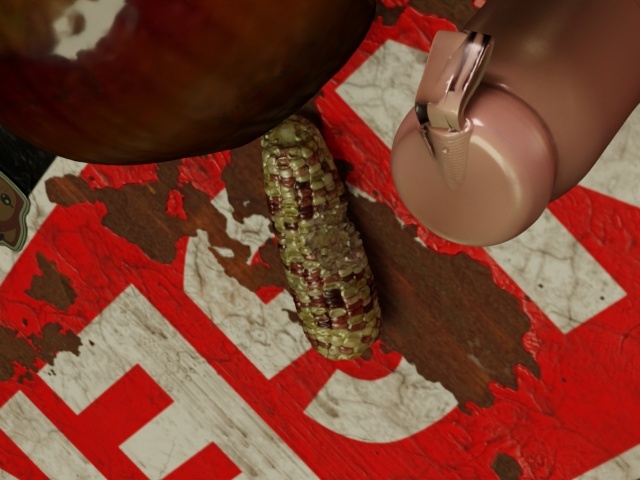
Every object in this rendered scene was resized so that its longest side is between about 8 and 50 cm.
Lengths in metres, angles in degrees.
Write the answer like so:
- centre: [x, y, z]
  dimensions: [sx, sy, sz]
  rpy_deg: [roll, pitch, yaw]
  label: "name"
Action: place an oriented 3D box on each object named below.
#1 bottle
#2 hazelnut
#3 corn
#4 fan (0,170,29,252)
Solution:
- centre: [0.172, -0.133, 1.394]
  dimensions: [0.173, 0.297, 0.206]
  rpy_deg: [12, 129, 29]
  label: "bottle"
- centre: [-0.169, -0.242, 1.495]
  dimensions: [0.429, 0.402, 0.402]
  rpy_deg: [-17, 111, 36]
  label: "hazelnut"
- centre: [0.000, 0.000, 1.758]
  dimensions: [0.098, 0.098, 0.289]
  rpy_deg: [3, 120, 33]
  label: "corn"
- centre: [-0.431, -0.079, 2.052]
  dimensions: [0.132, 0.009, 0.220]
  rpy_deg: [25, 133, 14]
  label: "fan"
